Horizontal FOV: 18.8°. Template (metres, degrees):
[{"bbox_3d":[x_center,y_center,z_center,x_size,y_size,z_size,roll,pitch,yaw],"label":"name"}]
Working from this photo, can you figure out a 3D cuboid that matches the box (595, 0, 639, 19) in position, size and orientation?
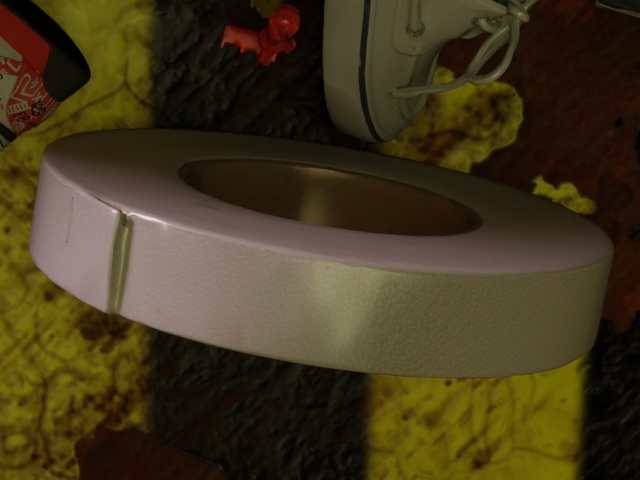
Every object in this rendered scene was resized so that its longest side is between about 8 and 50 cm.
[{"bbox_3d":[0.362,-0.331,1.350,0.318,0.097,0.395,2,107,-45],"label":"box"}]

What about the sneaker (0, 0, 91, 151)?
[{"bbox_3d":[-0.292,-0.146,1.321,0.145,0.090,0.270,-40,133,8],"label":"sneaker"}]

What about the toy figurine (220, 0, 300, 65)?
[{"bbox_3d":[-0.084,-0.317,1.309,0.217,0.191,0.362,14,100,-8],"label":"toy figurine"}]

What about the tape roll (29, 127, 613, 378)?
[{"bbox_3d":[0.000,0.000,1.295,0.392,0.392,0.072,7,104,-12],"label":"tape roll"}]

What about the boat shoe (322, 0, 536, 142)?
[{"bbox_3d":[0.096,-0.185,1.305,0.156,0.136,0.367,18,142,11],"label":"boat shoe"}]
